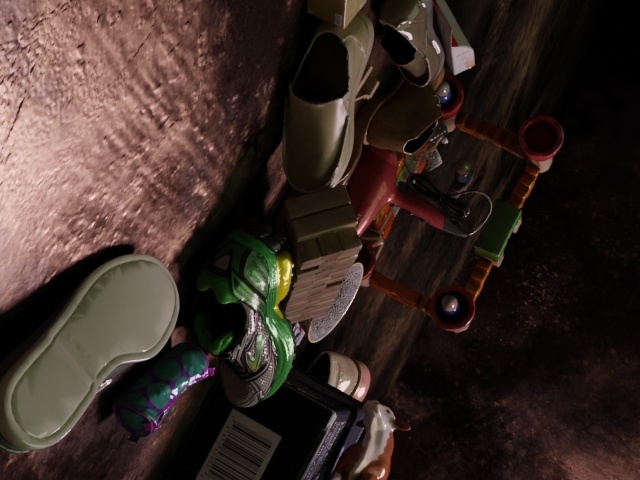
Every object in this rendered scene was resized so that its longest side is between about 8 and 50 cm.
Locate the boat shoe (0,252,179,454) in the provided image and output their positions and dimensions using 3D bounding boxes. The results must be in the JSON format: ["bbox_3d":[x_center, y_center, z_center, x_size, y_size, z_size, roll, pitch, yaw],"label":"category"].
[{"bbox_3d":[-0.259,0.113,1.073,0.099,0.116,0.319,-21,-163,30],"label":"boat shoe"}]

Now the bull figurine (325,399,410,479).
[{"bbox_3d":[0.052,0.433,1.787,0.188,0.101,0.311,-27,140,-59],"label":"bull figurine"}]

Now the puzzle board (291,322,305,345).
[{"bbox_3d":[-0.032,0.160,2.019,0.128,0.011,0.096,-59,165,-10],"label":"puzzle board"}]

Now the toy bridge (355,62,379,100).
[{"bbox_3d":[0.054,-0.247,1.565,0.063,0.026,0.188,-59,165,-2],"label":"toy bridge"}]

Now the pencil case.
[{"bbox_3d":[-0.212,0.201,1.371,0.152,0.070,0.065,-47,158,-48],"label":"pencil case"}]

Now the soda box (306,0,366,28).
[{"bbox_3d":[0.024,-0.348,1.229,0.061,0.058,0.181,-54,163,-29],"label":"soda box"}]

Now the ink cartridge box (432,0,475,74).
[{"bbox_3d":[0.197,-0.364,1.625,0.045,0.145,0.179,-26,165,0],"label":"ink cartridge box"}]

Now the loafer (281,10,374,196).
[{"bbox_3d":[-0.004,-0.180,1.366,0.092,0.101,0.269,-30,136,-61],"label":"loafer"}]

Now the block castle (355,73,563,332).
[{"bbox_3d":[0.244,-0.074,1.971,0.453,0.303,0.213,-61,164,-7],"label":"block castle"}]

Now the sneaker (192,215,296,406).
[{"bbox_3d":[-0.128,0.126,1.459,0.146,0.134,0.344,-43,148,-35],"label":"sneaker"}]

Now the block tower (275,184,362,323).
[{"bbox_3d":[-0.020,0.036,1.518,0.097,0.091,0.335,-15,161,-13],"label":"block tower"}]

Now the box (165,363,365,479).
[{"bbox_3d":[-0.087,0.388,1.842,0.294,0.212,0.395,-63,166,-1],"label":"box"}]

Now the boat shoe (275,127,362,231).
[{"bbox_3d":[-0.002,-0.084,1.584,0.207,0.073,0.073,-55,165,-1],"label":"boat shoe"}]

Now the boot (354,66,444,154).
[{"bbox_3d":[0.172,-0.237,1.814,0.305,0.115,0.112,-49,157,-47],"label":"boot"}]

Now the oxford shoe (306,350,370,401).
[{"bbox_3d":[-0.060,0.404,2.201,0.146,0.140,0.397,35,87,-44],"label":"oxford shoe"}]

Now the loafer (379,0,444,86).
[{"bbox_3d":[0.132,-0.314,1.613,0.087,0.094,0.251,-53,155,-11],"label":"loafer"}]

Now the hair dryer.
[{"bbox_3d":[0.150,-0.077,1.814,0.293,0.224,0.080,-26,174,-9],"label":"hair dryer"}]

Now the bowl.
[{"bbox_3d":[-0.002,0.095,1.857,0.170,0.080,0.170,-49,159,-27],"label":"bowl"}]
